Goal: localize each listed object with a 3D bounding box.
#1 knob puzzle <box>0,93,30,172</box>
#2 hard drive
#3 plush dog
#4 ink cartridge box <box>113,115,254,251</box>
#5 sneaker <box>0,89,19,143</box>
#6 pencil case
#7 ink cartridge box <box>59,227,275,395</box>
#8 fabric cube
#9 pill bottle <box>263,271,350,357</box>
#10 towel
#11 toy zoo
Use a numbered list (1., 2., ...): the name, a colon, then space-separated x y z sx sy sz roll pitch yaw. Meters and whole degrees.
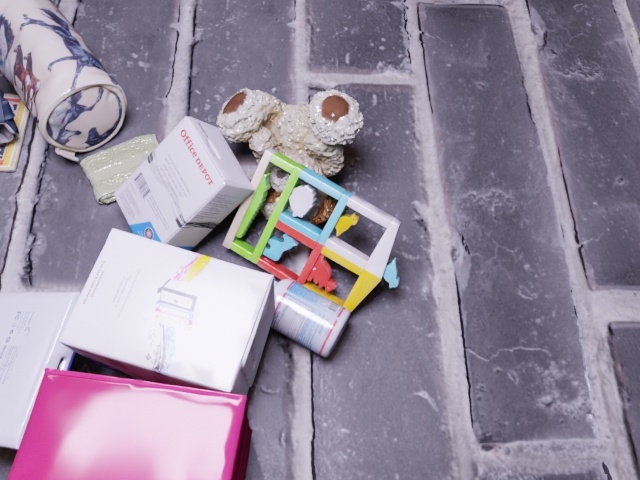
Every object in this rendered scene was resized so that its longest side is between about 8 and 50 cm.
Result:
1. knob puzzle: -0.656 -0.210 1.116 0.213 0.030 0.213 2 65 -3
2. hard drive: -0.485 0.175 0.856 0.319 0.040 0.210 -3 61 28
3. plush dog: -0.046 -0.131 1.067 0.263 0.211 0.225 7 81 18
4. ink cartridge box: -0.230 -0.082 0.999 0.203 0.086 0.148 -39 69 21
5. sneaker: -0.625 -0.252 1.074 0.086 0.163 0.226 -27 28 -36
6. pencil case: -0.533 -0.343 1.116 0.410 0.160 0.183 49 115 16
7. ink cartridge box: -0.196 0.116 0.840 0.233 0.171 0.168 16 68 4
8. fabric cube: -0.235 0.336 0.766 0.255 0.259 0.258 7 62 0
9. pill bottle: -0.039 0.117 0.976 0.160 0.087 0.087 28 66 9
10. towel: -0.358 -0.136 1.105 0.148 0.027 0.110 -25 68 -15
11. toy zoo: 0.000 0.000 0.991 0.293 0.192 0.030 31 23 6
